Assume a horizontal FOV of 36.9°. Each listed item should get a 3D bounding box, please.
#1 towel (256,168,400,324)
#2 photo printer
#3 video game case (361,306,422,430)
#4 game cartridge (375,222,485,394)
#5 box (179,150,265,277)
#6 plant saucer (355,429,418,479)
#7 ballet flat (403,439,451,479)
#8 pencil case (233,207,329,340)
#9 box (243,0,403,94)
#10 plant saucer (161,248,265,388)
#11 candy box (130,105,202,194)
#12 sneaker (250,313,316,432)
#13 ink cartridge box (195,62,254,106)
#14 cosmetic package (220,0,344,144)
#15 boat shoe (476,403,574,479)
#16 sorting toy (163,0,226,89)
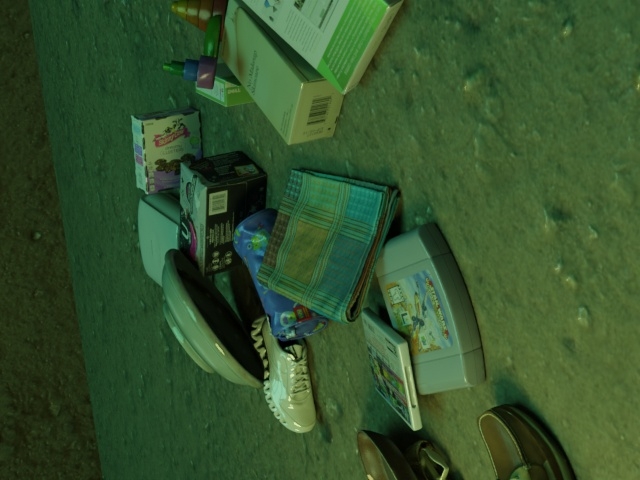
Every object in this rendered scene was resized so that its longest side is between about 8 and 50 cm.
[{"bbox_3d":[0.000,0.000,1.910,0.370,0.040,0.271,19,90,56],"label":"towel"},{"bbox_3d":[-0.414,0.011,2.660,0.307,0.107,0.256,31,128,51],"label":"photo printer"},{"bbox_3d":[0.135,0.243,1.847,0.201,0.023,0.183,-141,37,-66],"label":"video game case"},{"bbox_3d":[0.195,0.127,1.732,0.198,0.062,0.297,-30,76,64],"label":"game cartridge"},{"bbox_3d":[-0.238,-0.065,2.271,0.142,0.163,0.247,42,137,45],"label":"box"},{"bbox_3d":[0.159,0.507,1.886,0.311,0.050,0.311,61,167,24],"label":"plant saucer"},{"bbox_3d":[0.229,0.462,1.807,0.206,0.073,0.067,51,128,30],"label":"ballet flat"},{"bbox_3d":[-0.095,0.082,2.129,0.119,0.133,0.306,72,174,-70],"label":"pencil case"},{"bbox_3d":[-0.017,-0.451,1.731,0.322,0.058,0.232,46,143,10],"label":"box"},{"bbox_3d":[-0.277,0.207,2.303,0.400,0.100,0.400,54,-177,-4],"label":"plant saucer"},{"bbox_3d":[-0.391,-0.233,2.458,0.070,0.164,0.196,30,128,51],"label":"candy box"},{"bbox_3d":[-0.072,0.302,2.219,0.118,0.110,0.292,-28,78,51],"label":"sneaker"},{"bbox_3d":[-0.185,-0.342,2.116,0.209,0.109,0.062,30,128,51],"label":"ink cartridge box"},{"bbox_3d":[-0.079,-0.353,1.930,0.309,0.113,0.160,52,144,34],"label":"cosmetic package"},{"bbox_3d":[0.342,0.419,1.538,0.324,0.120,0.122,61,147,24],"label":"boat shoe"},{"bbox_3d":[-0.273,-0.437,2.043,0.366,0.126,0.127,-89,9,-52],"label":"sorting toy"}]
